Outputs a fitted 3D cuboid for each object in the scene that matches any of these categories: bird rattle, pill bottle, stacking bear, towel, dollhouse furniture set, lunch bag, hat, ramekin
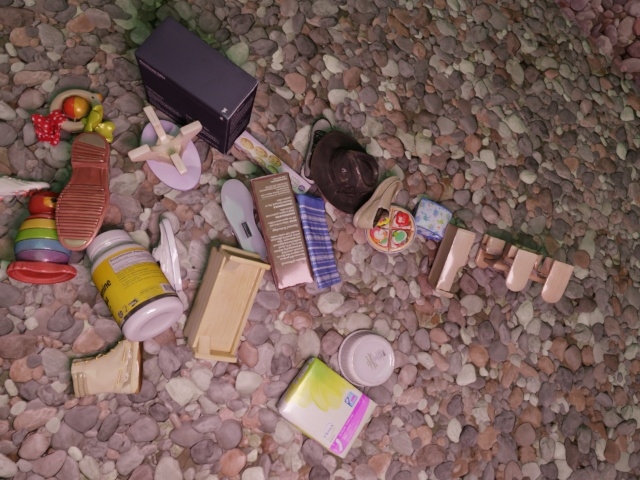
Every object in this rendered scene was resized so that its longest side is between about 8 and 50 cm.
[{"bbox_3d":[-0.839,-0.419,1.439,0.254,0.143,0.206,-2,69,-2],"label":"bird rattle"},{"bbox_3d":[-0.590,0.132,1.321,0.188,0.188,0.334,-34,69,-17],"label":"pill bottle"},{"bbox_3d":[-0.863,-0.021,1.326,0.175,0.164,0.289,9,65,-38],"label":"stacking bear"},{"bbox_3d":[0.000,0.000,1.516,0.040,0.243,0.335,-15,85,17],"label":"towel"},{"bbox_3d":[0.648,0.121,1.608,0.394,0.362,0.256,18,100,0],"label":"dollhouse furniture set"},{"bbox_3d":[0.449,-0.081,1.711,0.151,0.096,0.128,20,76,0],"label":"lunch bag"},{"bbox_3d":[0.127,-0.263,1.584,0.331,0.134,0.331,2,87,-38],"label":"hat"},{"bbox_3d":[0.174,0.433,1.546,0.207,0.109,0.207,3,80,-14],"label":"ramekin"}]

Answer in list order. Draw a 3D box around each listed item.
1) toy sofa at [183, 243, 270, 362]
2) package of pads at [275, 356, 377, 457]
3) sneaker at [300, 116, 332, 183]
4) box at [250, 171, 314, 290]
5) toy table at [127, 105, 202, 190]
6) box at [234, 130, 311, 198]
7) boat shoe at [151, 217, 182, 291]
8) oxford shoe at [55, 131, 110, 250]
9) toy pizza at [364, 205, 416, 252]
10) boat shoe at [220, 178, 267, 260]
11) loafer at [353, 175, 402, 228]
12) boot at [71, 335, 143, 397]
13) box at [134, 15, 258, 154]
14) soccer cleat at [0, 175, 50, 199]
[{"bbox_3d":[-0.317,0.203,1.406,0.150,0.177,0.362,18,93,-33],"label":"toy sofa"},{"bbox_3d":[0.018,0.585,1.484,0.296,0.101,0.229,39,72,-5],"label":"package of pads"},{"bbox_3d":[-0.003,-0.356,1.632,0.100,0.108,0.271,14,76,-9],"label":"sneaker"},{"bbox_3d":[-0.131,-0.030,1.468,0.143,0.191,0.381,-12,91,-4],"label":"box"},{"bbox_3d":[-0.520,-0.317,1.457,0.252,0.161,0.274,-42,91,-14],"label":"toy table"},{"bbox_3d":[-0.182,-0.281,1.594,0.324,0.063,0.067,40,75,-5],"label":"box"},{"bbox_3d":[-0.529,0.052,1.431,0.084,0.095,0.258,-9,82,-20],"label":"boat shoe"},{"bbox_3d":[-0.741,-0.144,1.360,0.141,0.146,0.396,8,68,-16],"label":"oxford shoe"},{"bbox_3d":[0.273,-0.048,1.649,0.201,0.032,0.201,-3,69,9],"label":"toy pizza"},{"bbox_3d":[-0.277,-0.065,1.513,0.113,0.105,0.306,-27,95,-21],"label":"boat shoe"},{"bbox_3d":[0.238,-0.136,1.630,0.092,0.102,0.268,33,75,30],"label":"loafer"},{"bbox_3d":[-0.677,0.361,1.345,0.204,0.095,0.261,-1,84,-13],"label":"boot"},{"bbox_3d":[-0.413,-0.507,1.441,0.343,0.312,0.179,35,74,-8],"label":"box"},{"bbox_3d":[-0.988,-0.178,1.365,0.196,0.068,0.076,-10,81,-13],"label":"soccer cleat"}]
